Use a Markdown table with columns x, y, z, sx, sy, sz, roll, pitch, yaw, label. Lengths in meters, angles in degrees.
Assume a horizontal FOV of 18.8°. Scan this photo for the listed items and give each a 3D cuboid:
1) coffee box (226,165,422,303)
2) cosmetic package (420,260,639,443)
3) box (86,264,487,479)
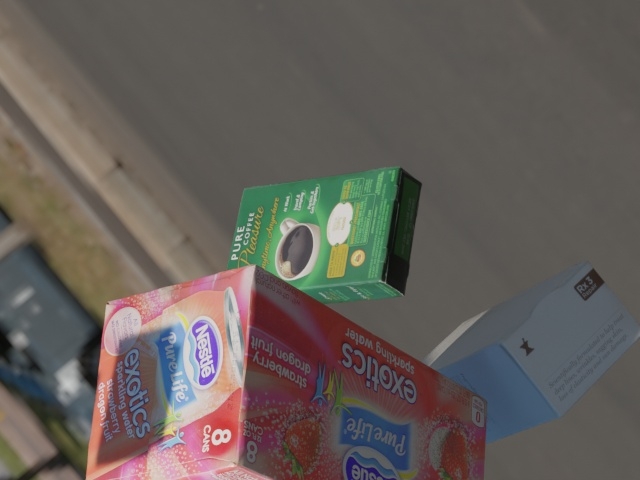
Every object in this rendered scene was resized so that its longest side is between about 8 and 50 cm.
| x | y | z | sx | sy | sz | roll | pitch | yaw | label |
| --- | --- | --- | --- | --- | --- | --- | --- | --- | --- |
| 0.000 | 0.000 | 1.712 | 0.184 | 0.113 | 0.040 | -8 | 153 | 38 | coffee box |
| 0.159 | 0.106 | 1.624 | 0.085 | 0.117 | 0.231 | 51 | 154 | -4 | cosmetic package |
| -0.016 | 0.150 | 1.406 | 0.142 | 0.154 | 0.300 | -14 | 148 | 34 | box |
